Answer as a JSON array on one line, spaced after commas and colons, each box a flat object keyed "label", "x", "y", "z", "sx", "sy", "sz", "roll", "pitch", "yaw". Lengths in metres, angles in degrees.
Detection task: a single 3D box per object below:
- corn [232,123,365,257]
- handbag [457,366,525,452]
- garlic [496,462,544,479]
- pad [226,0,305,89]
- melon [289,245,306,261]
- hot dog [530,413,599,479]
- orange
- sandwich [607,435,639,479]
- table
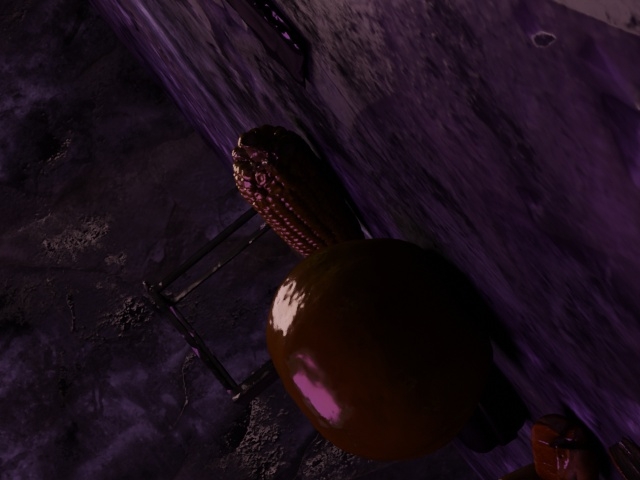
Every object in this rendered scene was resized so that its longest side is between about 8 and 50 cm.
[{"label": "corn", "x": -0.027, "y": -0.055, "z": 1.856, "sx": 0.119, "sy": 0.119, "sz": 0.322, "roll": 47, "pitch": 179, "yaw": 43}, {"label": "handbag", "x": 0.166, "y": 0.170, "z": 1.872, "sx": 0.308, "sy": 0.093, "sz": 0.254, "roll": 51, "pitch": 176, "yaw": 8}, {"label": "garlic", "x": 0.323, "y": 0.352, "z": 1.692, "sx": 0.195, "sy": 0.101, "sz": 0.087, "roll": 46, "pitch": 160, "yaw": 15}, {"label": "pad", "x": -0.093, "y": -0.263, "z": 1.386, "sx": 0.233, "sy": 0.022, "sz": 0.174, "roll": 50, "pitch": 175, "yaw": 5}, {"label": "melon", "x": 0.000, "y": 0.000, "z": 2.156, "sx": 0.131, "sy": 0.098, "sz": 0.098, "roll": 49, "pitch": 177, "yaw": -17}, {"label": "hot dog", "x": 0.291, "y": 0.263, "z": 1.552, "sx": 0.092, "sy": 0.062, "sz": 0.236, "roll": 49, "pitch": 173, "yaw": 23}, {"label": "orange", "x": 0.074, "y": 0.123, "z": 1.558, "sx": 0.279, "sy": 0.235, "sz": 0.279, "roll": 49, "pitch": -169, "yaw": -13}, {"label": "sandwich", "x": 0.310, "y": 0.230, "z": 1.263, "sx": 0.083, "sy": 0.031, "sz": 0.044, "roll": 52, "pitch": 178, "yaw": -9}, {"label": "table", "x": -0.104, "y": 0.093, "z": 2.433, "sx": 0.272, "sy": 0.335, "sz": 0.222, "roll": 51, "pitch": 176, "yaw": 9}]
